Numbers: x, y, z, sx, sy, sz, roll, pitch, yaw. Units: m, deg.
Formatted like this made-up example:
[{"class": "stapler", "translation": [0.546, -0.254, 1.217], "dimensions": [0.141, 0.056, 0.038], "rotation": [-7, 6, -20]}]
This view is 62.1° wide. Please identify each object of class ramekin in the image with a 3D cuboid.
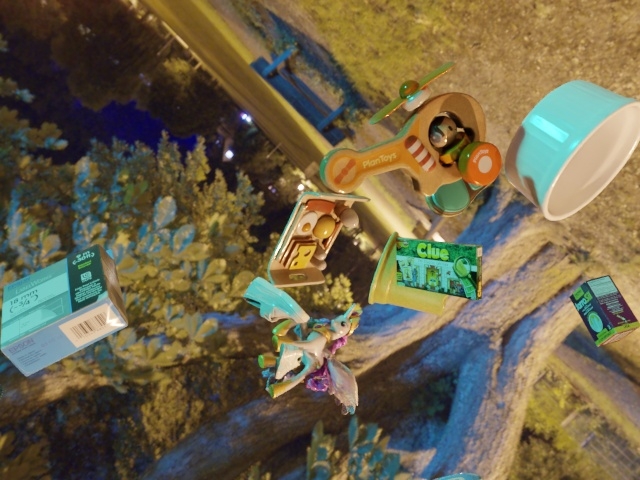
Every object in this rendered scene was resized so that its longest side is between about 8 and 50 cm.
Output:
[{"class": "ramekin", "translation": [0.513, -0.190, 1.093], "dimensions": [0.135, 0.277, 0.277], "rotation": [48, -176, 34]}]

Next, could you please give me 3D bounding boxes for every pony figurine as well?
[{"class": "pony figurine", "translation": [-0.019, 0.393, 1.775], "dimensions": [0.363, 0.351, 0.302], "rotation": [-10, -153, -34]}]

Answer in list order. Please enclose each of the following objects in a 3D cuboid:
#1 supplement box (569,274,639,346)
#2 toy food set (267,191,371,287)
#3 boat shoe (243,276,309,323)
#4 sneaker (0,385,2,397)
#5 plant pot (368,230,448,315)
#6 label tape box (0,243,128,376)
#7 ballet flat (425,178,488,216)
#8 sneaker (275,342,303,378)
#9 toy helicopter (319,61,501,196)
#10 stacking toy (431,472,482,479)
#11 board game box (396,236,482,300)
[{"class": "supplement box", "translation": [0.406, 0.101, 0.762], "dimensions": [0.055, 0.043, 0.083], "rotation": [93, 162, -58]}, {"class": "toy food set", "translation": [0.000, 0.000, 1.488], "dimensions": [0.219, 0.306, 0.092], "rotation": [-1, -144, -48]}, {"class": "boat shoe", "translation": [-0.094, 0.129, 1.051], "dimensions": [0.184, 0.063, 0.066], "rotation": [27, 160, 43]}, {"class": "sneaker", "translation": [-0.651, 0.336, 0.935], "dimensions": [0.087, 0.092, 0.229], "rotation": [43, -170, -15]}, {"class": "plant pot", "translation": [0.338, 0.138, 1.878], "dimensions": [0.253, 0.276, 0.276], "rotation": [19, 176, 15]}, {"class": "label tape box", "translation": [-0.611, 0.123, 1.261], "dimensions": [0.334, 0.240, 0.106], "rotation": [51, 164, 49]}, {"class": "ballet flat", "translation": [0.369, -0.144, 1.471], "dimensions": [0.123, 0.348, 0.123], "rotation": [26, 131, 33]}, {"class": "sneaker", "translation": [-0.082, 0.314, 1.358], "dimensions": [0.061, 0.152, 0.054], "rotation": [7, -129, -13]}, {"class": "toy helicopter", "translation": [0.159, -0.189, 1.002], "dimensions": [0.140, 0.354, 0.235], "rotation": [-148, 41, -65]}, {"class": "stacking toy", "translation": [0.276, 0.628, 1.030], "dimensions": [0.166, 0.175, 0.302], "rotation": [101, 156, -53]}, {"class": "board game box", "translation": [0.302, 0.068, 1.381], "dimensions": [0.030, 0.136, 0.259], "rotation": [-6, -172, -40]}]
